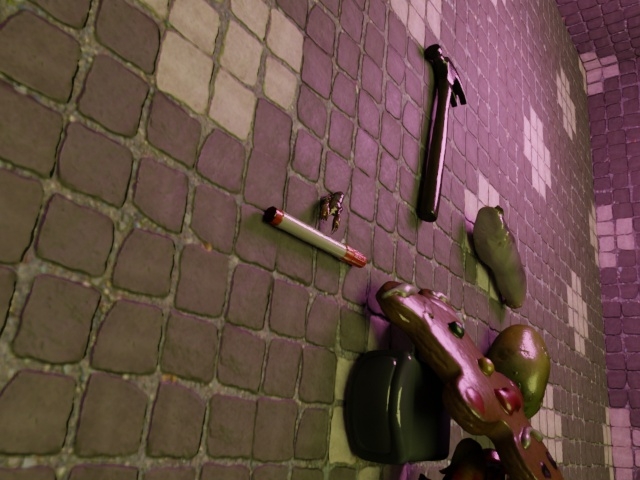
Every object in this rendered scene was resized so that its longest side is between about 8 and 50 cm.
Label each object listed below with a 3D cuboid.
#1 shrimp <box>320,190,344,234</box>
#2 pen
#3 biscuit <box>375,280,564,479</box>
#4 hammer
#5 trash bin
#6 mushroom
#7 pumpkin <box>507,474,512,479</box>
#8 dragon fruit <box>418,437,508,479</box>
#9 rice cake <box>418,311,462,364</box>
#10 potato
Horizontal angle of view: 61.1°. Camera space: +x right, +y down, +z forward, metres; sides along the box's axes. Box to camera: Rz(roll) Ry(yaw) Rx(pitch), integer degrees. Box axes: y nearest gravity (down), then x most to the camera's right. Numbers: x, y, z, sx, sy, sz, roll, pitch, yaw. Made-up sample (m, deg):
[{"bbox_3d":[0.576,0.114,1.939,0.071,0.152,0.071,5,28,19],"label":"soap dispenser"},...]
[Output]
[{"bbox_3d":[0.017,-0.052,0.876,0.038,0.029,0.092,34,38,-24],"label":"shrimp"},{"bbox_3d":[0.000,0.000,0.849,0.239,0.028,0.028,27,62,-47],"label":"pen"},{"bbox_3d":[0.278,0.241,0.923,0.283,0.064,0.432,16,35,-53],"label":"biscuit"},{"bbox_3d":[0.270,-0.241,1.248,0.168,0.044,0.440,38,54,-41],"label":"hammer"},{"bbox_3d":[0.141,0.286,0.925,0.236,0.101,0.177,29,59,-49],"label":"trash bin"},{"bbox_3d":[0.482,0.049,1.431,0.351,0.097,0.109,55,45,-35],"label":"mushroom"},{"bbox_3d":[0.437,0.631,1.198,0.238,0.159,0.238,6,82,-55],"label":"pumpkin"},{"bbox_3d":[0.217,0.473,0.864,0.227,0.243,0.307,35,27,5],"label":"dragon fruit"},{"bbox_3d":[0.255,0.251,1.132,0.189,0.037,0.198,5,79,-53],"label":"rice cake"},{"bbox_3d":[0.491,0.326,1.342,0.186,0.148,0.253,48,49,-34],"label":"potato"}]
